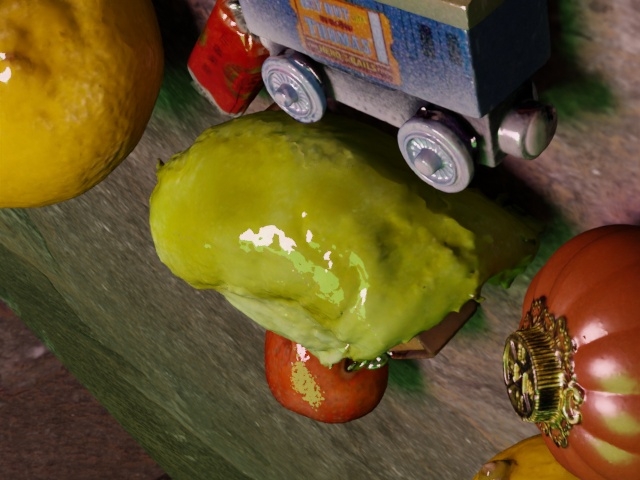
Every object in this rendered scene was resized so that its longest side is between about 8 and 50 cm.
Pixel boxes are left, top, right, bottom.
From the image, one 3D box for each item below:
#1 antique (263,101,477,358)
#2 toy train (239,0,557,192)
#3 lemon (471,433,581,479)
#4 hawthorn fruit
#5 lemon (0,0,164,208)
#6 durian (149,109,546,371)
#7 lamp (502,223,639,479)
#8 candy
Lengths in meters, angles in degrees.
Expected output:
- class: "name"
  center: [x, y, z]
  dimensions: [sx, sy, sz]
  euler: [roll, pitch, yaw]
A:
- class: "antique"
  center: [0.032, -0.015, 1.251]
  dimensions: [0.310, 0.087, 0.093]
  euler: [51, 157, -13]
- class: "toy train"
  center: [0.049, -0.168, 0.926]
  dimensions: [0.300, 0.131, 0.202]
  euler: [26, 148, 36]
- class: "lemon"
  center: [0.271, 0.333, 1.215]
  dimensions: [0.260, 0.260, 0.284]
  euler: [-2, 109, 59]
- class: "hawthorn fruit"
  center: [0.005, 0.090, 1.414]
  dimensions: [0.165, 0.165, 0.285]
  euler: [28, 137, 34]
- class: "lemon"
  center: [-0.330, -0.194, 1.264]
  dimensions: [0.348, 0.348, 0.348]
  euler: [36, 154, 21]
- class: "durian"
  center: [0.000, 0.000, 1.085]
  dimensions: [0.340, 0.204, 0.256]
  euler: [32, 130, -5]
- class: "lamp"
  center: [0.249, 0.097, 0.944]
  dimensions: [0.223, 0.197, 0.223]
  euler: [175, 90, -77]
- class: "candy"
  center: [-0.082, -0.191, 1.190]
  dimensions: [0.086, 0.059, 0.292]
  euler: [47, 155, 0]
